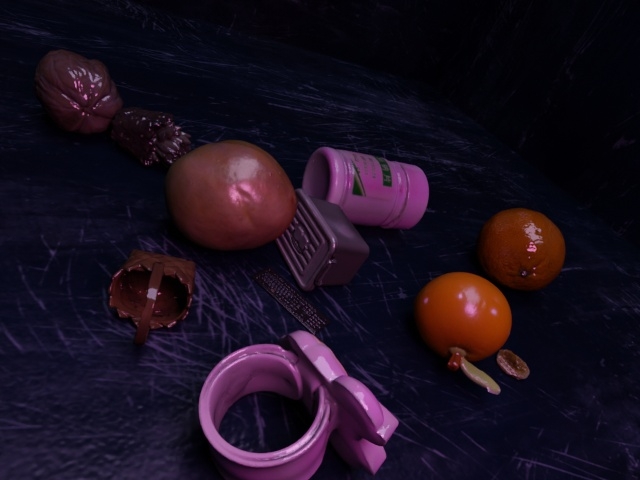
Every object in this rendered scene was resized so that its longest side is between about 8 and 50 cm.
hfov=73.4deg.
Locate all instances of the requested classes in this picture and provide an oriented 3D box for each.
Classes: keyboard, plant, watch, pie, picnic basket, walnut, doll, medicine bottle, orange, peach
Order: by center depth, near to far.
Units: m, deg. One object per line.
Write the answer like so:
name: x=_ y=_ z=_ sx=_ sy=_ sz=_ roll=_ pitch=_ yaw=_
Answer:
watch: x=-0.051 y=0.273 z=0.637 sx=0.217 sy=0.211 sz=0.248 roll=-26 pitch=49 yaw=-28
picnic basket: x=-0.292 y=0.099 z=0.738 sx=0.137 sy=0.128 sz=0.179 roll=13 pitch=26 yaw=-14
doll: x=0.309 y=0.191 z=0.941 sx=0.213 sy=0.214 sz=0.236 roll=23 pitch=47 yaw=-3
keyboard: x=-0.066 y=0.128 z=0.948 sx=0.198 sy=0.010 sz=0.063 roll=39 pitch=38 yaw=21
peach: x=-0.195 y=-0.097 z=0.971 sx=0.292 sy=0.248 sz=0.292 roll=26 pitch=13 yaw=-6
pie: x=0.465 y=0.300 z=1.038 sx=0.084 sy=0.020 sz=0.085 roll=16 pitch=34 yaw=-11
walnut: x=-0.636 y=-0.388 z=1.132 sx=0.224 sy=0.224 sz=0.224 roll=17 pitch=35 yaw=-12
plant: x=-0.449 y=-0.277 z=1.151 sx=0.194 sy=0.132 sz=0.129 roll=22 pitch=36 yaw=4
medicine bottle: x=0.129 y=-0.147 z=1.263 sx=0.325 sy=0.212 sz=0.212 roll=5 pitch=38 yaw=-26
orange: x=0.604 y=0.031 z=1.304 sx=0.263 sy=0.264 sz=0.264 roll=17 pitch=35 yaw=-12

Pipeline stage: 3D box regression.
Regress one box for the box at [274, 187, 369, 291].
box: x=0.000 y=0.000 z=1.043 sx=0.134 sy=0.163 sz=0.243 roll=7 pitch=36 yaw=-39
